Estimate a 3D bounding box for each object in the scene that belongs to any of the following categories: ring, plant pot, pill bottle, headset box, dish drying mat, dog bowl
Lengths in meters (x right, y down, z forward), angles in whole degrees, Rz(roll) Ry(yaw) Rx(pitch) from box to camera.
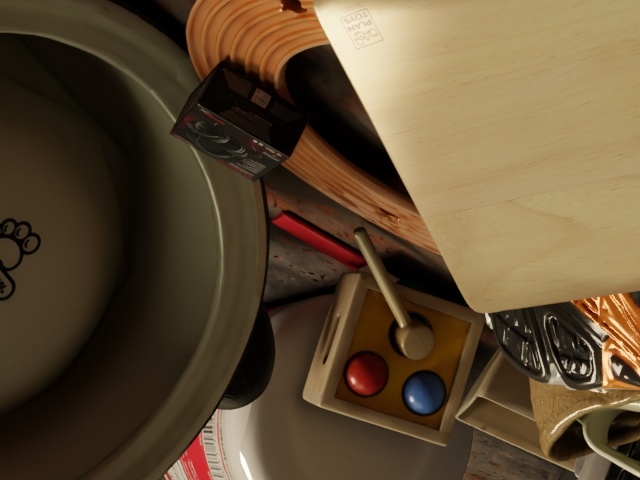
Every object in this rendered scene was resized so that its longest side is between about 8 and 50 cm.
[{"bbox_3d":[0.082,-0.057,0.690,0.336,0.032,0.336,24,163,8],"label":"ring"},{"bbox_3d":[0.176,0.104,0.924,0.109,0.096,0.109,24,164,4],"label":"plant pot"},{"bbox_3d":[-0.037,0.180,1.229,0.229,0.229,0.408,30,163,-15],"label":"pill bottle"},{"bbox_3d":[-0.050,-0.068,0.735,0.062,0.032,0.083,30,162,-14],"label":"headset box"},{"bbox_3d":[0.000,0.000,1.015,0.083,0.008,0.032,31,162,-14],"label":"dish drying mat"},{"bbox_3d":[-0.244,0.016,0.794,0.408,0.408,0.150,40,175,-40],"label":"dog bowl"}]

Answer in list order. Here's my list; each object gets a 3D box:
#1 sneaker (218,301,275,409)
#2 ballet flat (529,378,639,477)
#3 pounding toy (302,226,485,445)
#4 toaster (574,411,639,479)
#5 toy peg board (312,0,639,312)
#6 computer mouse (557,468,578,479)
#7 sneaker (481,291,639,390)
[{"bbox_3d":[-0.134,0.057,1.077,0.281,0.106,0.162,48,159,25],"label":"sneaker"},{"bbox_3d":[0.253,0.093,0.666,0.342,0.124,0.116,-3,159,44],"label":"ballet flat"},{"bbox_3d":[0.057,0.076,0.980,0.130,0.141,0.100,19,175,-11],"label":"pounding toy"},{"bbox_3d":[0.264,0.141,0.784,0.186,0.168,0.110,9,155,46],"label":"toaster"},{"bbox_3d":[0.110,-0.066,0.499,0.161,0.079,0.160,-12,117,38],"label":"toy peg board"},{"bbox_3d":[0.269,0.191,0.943,0.072,0.188,0.272,62,156,-8],"label":"computer mouse"},{"bbox_3d":[0.178,0.026,0.589,0.121,0.099,0.262,-11,-159,-28],"label":"sneaker"}]
